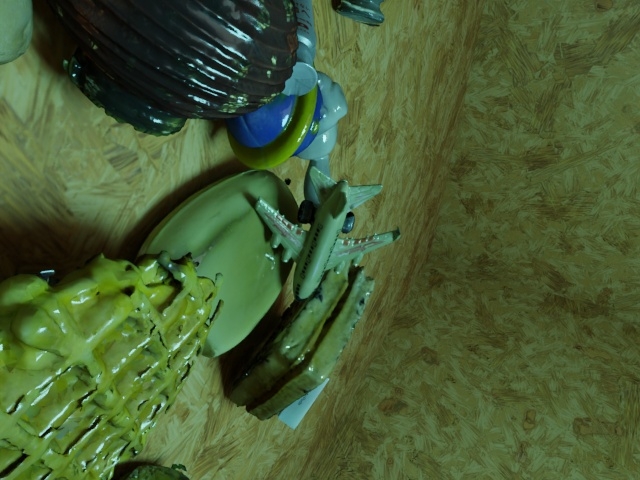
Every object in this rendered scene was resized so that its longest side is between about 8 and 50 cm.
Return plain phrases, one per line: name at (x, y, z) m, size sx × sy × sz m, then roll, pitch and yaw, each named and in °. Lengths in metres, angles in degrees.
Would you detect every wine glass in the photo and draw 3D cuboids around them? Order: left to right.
wine glass at (0.097, -0.519, 0.780) m, size 0.111 × 0.111 × 0.204 m, roll -29°, pitch 138°, yaw -58°

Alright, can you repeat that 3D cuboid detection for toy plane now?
toy plane at (0.000, 0.000, 0.664) m, size 0.092 × 0.229 × 0.244 m, roll -93°, pitch -159°, yaw -48°

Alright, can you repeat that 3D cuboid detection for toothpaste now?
toothpaste at (-0.045, -0.289, 0.538) m, size 0.057 × 0.089 × 0.234 m, roll 112°, pitch -27°, yaw -60°

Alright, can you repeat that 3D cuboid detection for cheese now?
cheese at (-0.134, 0.017, 0.682) m, size 0.316 × 0.128 × 0.260 m, roll -56°, pitch 152°, yaw -36°

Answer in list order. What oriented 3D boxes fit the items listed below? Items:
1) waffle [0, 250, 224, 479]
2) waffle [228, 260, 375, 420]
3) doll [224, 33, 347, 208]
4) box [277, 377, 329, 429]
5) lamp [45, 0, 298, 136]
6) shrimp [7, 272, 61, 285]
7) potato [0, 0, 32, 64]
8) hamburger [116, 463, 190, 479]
waffle at (-0.251, 0.174, 0.405) m, size 0.380 × 0.095 × 0.382 m, roll -60°, pitch 166°, yaw 11°
waffle at (-0.048, 0.207, 0.871) m, size 0.261 × 0.114 × 0.376 m, roll -57°, pitch -178°, yaw -39°
doll at (-0.034, -0.229, 0.641) m, size 0.242 × 0.159 × 0.311 m, roll 14°, pitch 70°, yaw -43°
box at (-0.044, 0.342, 0.966) m, size 0.130 × 0.051 × 0.129 m, roll -55°, pitch -177°, yaw -7°
lamp at (-0.129, -0.212, 0.385) m, size 0.247 × 0.247 × 0.247 m, roll -48°, pitch 150°, yaw -42°
shrimp at (-0.290, 0.089, 0.479) m, size 0.165 × 0.056 × 0.065 m, roll 63°, pitch 34°, yaw -48°
potato at (-0.259, -0.172, 0.268) m, size 0.147 × 0.112 × 0.112 m, roll 33°, pitch 78°, yaw -60°
hamburger at (-0.296, 0.472, 0.695) m, size 0.183 × 0.130 × 0.206 m, roll -67°, pitch 155°, yaw -13°
